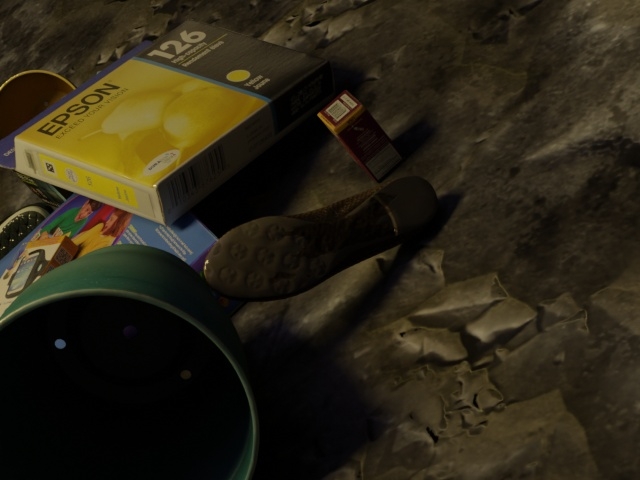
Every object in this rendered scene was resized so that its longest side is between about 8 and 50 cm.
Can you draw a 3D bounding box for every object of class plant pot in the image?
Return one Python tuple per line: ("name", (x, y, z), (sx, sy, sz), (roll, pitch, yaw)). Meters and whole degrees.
("plant pot", (-0.191, 0.127, 1.620), (0.271, 0.271, 0.255), (-35, 17, 10))
("plant pot", (-0.369, -0.167, 2.337), (0.134, 0.134, 0.095), (-35, 4, 11))

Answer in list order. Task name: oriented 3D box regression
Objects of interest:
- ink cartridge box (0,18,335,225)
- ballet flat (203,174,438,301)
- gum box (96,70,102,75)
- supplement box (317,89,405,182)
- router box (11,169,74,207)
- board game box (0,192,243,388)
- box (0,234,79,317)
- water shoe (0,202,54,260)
("ink cartridge box", (-0.193, -0.153, 1.982), (0.307, 0.072, 0.303), (21, 45, 32))
("ballet flat", (0.000, 0.000, 1.676), (0.250, 0.084, 0.058), (-23, -7, -20))
("gum box", (-0.211, -0.167, 2.123), (0.157, 0.041, 0.184), (-5, 24, 5))
("supplement box", (0.043, -0.110, 1.817), (0.043, 0.083, 0.055), (-41, 30, -1))
("router box", (-0.348, -0.082, 2.215), (0.038, 0.092, 0.122), (-50, 31, -15))
("board game box", (-0.231, 0.045, 1.932), (0.233, 0.078, 0.347), (-43, 30, -3))
("box", (-0.332, 0.056, 1.927), (0.081, 0.028, 0.136), (-10, 41, 42))
("water shoe", (-0.420, 0.024, 2.202), (0.203, 0.073, 0.080), (-31, 10, 9))
